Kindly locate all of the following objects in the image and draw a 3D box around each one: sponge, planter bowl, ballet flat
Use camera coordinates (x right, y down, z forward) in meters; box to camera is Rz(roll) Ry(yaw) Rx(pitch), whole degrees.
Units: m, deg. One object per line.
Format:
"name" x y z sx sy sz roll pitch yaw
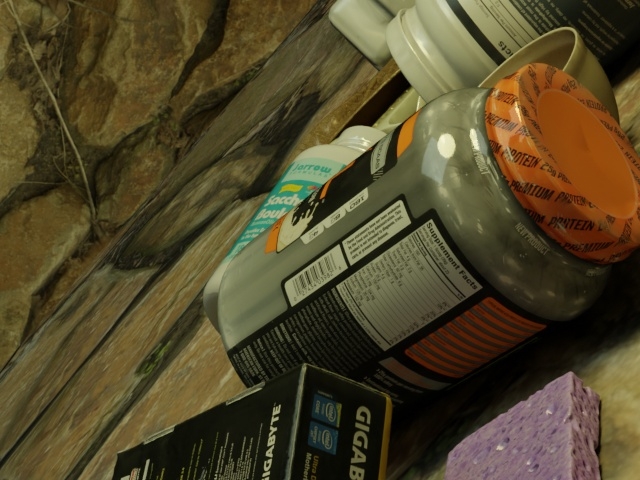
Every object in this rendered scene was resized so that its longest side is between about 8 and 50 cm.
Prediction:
"sponge" 0.118 0.178 0.770 0.117 0.031 0.210 -39 18 29
"planter bowl" 0.193 -0.087 1.085 0.162 0.109 0.162 -42 16 15
"ballet flat" 0.075 -0.128 1.542 0.342 0.116 0.124 -46 22 -14

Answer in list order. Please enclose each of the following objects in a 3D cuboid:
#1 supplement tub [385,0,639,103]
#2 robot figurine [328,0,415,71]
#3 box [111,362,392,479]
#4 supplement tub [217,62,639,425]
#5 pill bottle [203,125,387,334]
"supplement tub" 0.218 -0.239 1.241 0.272 0.191 0.191 -40 17 24
"robot figurine" 0.174 -0.386 1.712 0.353 0.200 0.300 -46 -13 6
"box" -0.073 0.264 0.803 0.257 0.079 0.321 -33 40 48
"supplement tub" 0.085 0.014 0.966 0.316 0.193 0.193 -36 19 34
"pill bottle" 0.000 0.000 1.322 0.146 0.146 0.264 -26 27 54
